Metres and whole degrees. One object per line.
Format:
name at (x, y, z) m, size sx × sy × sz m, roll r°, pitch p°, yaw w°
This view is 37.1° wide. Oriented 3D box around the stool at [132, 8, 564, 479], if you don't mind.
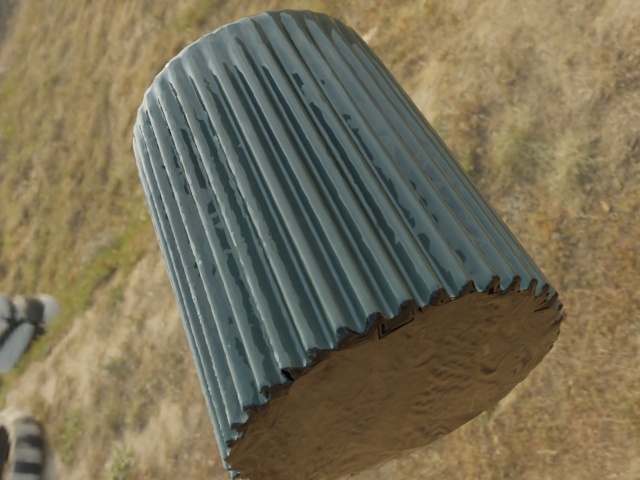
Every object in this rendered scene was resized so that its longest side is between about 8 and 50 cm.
stool at (0.000, 0.000, 0.833) m, size 0.297 × 0.297 × 0.330 m, roll -51°, pitch 51°, yaw 33°
